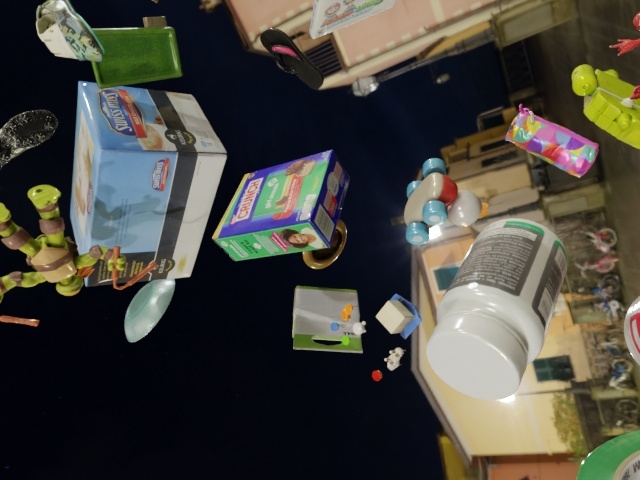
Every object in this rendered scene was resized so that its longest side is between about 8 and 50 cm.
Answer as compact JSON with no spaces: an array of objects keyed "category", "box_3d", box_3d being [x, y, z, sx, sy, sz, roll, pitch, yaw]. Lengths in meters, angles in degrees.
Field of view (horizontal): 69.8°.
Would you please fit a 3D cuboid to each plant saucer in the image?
[{"category":"plant saucer","box_3d":[-0.455,0.167,1.188,0.037,0.195,0.195,39,-139,-32]}]

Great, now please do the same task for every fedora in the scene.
[{"category":"fedora","box_3d":[0.000,0.000,1.526,0.194,0.079,0.194,-25,-51,-34]}]

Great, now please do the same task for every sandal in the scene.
[{"category":"sandal","box_3d":[-0.068,-0.395,1.002,0.179,0.067,0.040,43,-119,6]}]

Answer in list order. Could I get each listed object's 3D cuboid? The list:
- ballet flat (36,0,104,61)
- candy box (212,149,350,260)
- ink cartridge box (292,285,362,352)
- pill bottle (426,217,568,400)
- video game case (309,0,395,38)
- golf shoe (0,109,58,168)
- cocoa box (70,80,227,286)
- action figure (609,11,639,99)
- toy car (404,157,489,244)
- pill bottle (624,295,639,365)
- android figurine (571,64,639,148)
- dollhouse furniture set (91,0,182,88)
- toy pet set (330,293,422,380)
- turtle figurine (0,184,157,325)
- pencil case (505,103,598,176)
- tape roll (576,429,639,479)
[{"category":"ballet flat","box_3d":[-0.350,-0.283,0.631,0.188,0.070,0.070,46,-177,41]},{"category":"candy box","box_3d":[-0.104,-0.092,1.266,0.122,0.317,0.268,53,-140,-37]},{"category":"ink cartridge box","box_3d":[0.013,0.247,1.292,0.255,0.188,0.097,-90,5,-57]},{"category":"pill bottle","box_3d":[0.363,0.128,0.938,0.361,0.204,0.204,-46,-61,-40]},{"category":"video game case","box_3d":[0.061,-0.380,0.701,0.019,0.157,0.143,64,170,4]},{"category":"golf shoe","box_3d":[-0.708,-0.241,1.065,0.094,0.198,0.077,32,157,54]},{"category":"cocoa box","box_3d":[-0.373,-0.107,0.949,0.227,0.347,0.231,-4,-133,-36]},{"category":"action figure","box_3d":[0.558,-0.246,0.722,0.280,0.139,0.091,67,-172,20]},{"category":"toy car","box_3d":[0.404,-0.096,1.430,0.237,0.210,0.219,17,-128,-9]},{"category":"pill bottle","box_3d":[0.722,0.131,0.798,0.408,0.228,0.229,58,-154,-63]},{"category":"android figurine","box_3d":[0.590,-0.250,0.867,0.248,0.056,0.273,31,-138,8]},{"category":"dollhouse furniture set","box_3d":[-0.370,-0.456,0.848,0.197,0.151,0.302,-134,36,-56]},{"category":"toy pet set","box_3d":[0.100,0.142,0.742,0.065,0.114,0.122,11,-150,-53]},{"category":"turtle figurine","box_3d":[-0.423,0.017,0.743,0.087,0.269,0.217,-121,21,-44]},{"category":"pencil case","box_3d":[0.609,-0.262,1.214,0.236,0.104,0.104,31,-154,10]},{"category":"tape roll","box_3d":[0.468,0.316,0.504,0.321,0.321,0.077,-20,-83,-64]}]
